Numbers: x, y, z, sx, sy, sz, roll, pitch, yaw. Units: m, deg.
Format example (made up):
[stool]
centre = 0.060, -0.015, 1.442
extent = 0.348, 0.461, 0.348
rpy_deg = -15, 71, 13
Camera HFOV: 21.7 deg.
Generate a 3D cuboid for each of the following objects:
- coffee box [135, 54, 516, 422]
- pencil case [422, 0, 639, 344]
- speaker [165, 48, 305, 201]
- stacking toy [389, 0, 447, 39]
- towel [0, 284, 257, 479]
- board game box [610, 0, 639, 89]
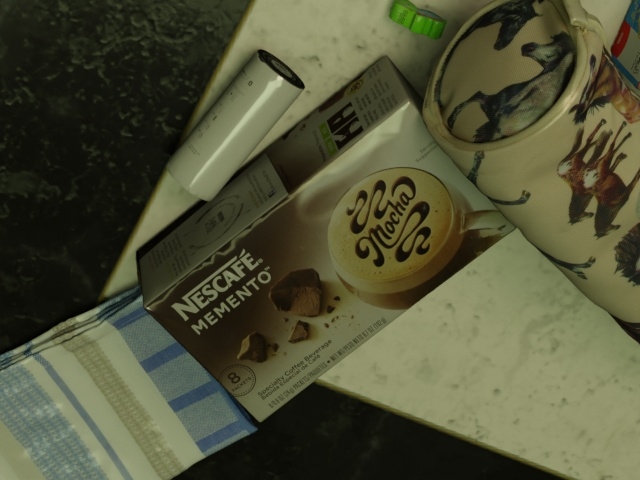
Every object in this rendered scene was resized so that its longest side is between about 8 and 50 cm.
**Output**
[coffee box]
centre = 0.000, 0.000, 1.501
extent = 0.297, 0.119, 0.168
rpy_deg = -37, 116, 9
[pencil case]
centre = 0.262, -0.048, 1.453
extent = 0.183, 0.160, 0.410
rpy_deg = -40, 128, 13
[speaker]
centre = -0.077, -0.101, 1.477
extent = 0.055, 0.055, 0.136
rpy_deg = 34, 106, -22
[stacking toy]
centre = 0.184, -0.240, 1.453
extent = 0.221, 0.052, 0.167
rpy_deg = 14, 117, -9
[towel]
centre = -0.231, 0.177, 1.600
extent = 0.285, 0.034, 0.209
rpy_deg = -28, 117, 5
[board game box]
centre = 0.458, -0.243, 1.473
extent = 0.308, 0.086, 0.302
rpy_deg = 14, 113, -15
